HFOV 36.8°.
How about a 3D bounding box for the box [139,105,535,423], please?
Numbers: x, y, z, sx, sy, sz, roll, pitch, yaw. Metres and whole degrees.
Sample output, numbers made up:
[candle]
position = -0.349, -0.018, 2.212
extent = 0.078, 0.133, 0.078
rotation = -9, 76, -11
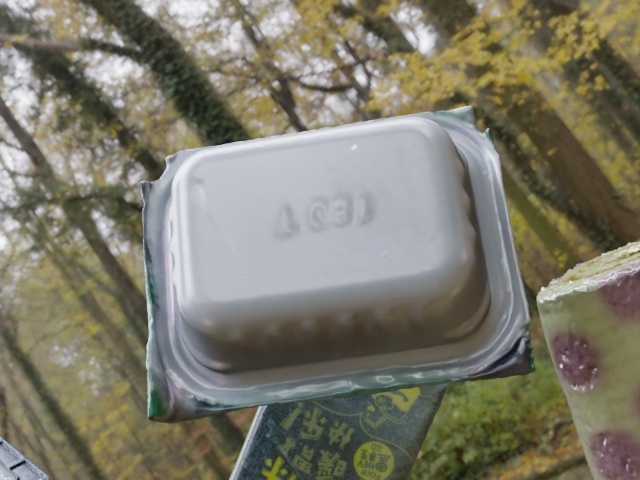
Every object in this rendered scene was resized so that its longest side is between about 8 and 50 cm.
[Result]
[box]
position = 0.000, 0.000, 0.825
extent = 0.337, 0.264, 0.106
rotation = -9, -22, 5

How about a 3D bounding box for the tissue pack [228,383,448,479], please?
[tissue pack]
position = 0.011, 0.235, 1.077
extent = 0.081, 0.185, 0.257
rotation = -10, -57, -82

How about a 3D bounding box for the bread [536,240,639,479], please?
[bread]
position = 0.328, 0.173, 0.899
extent = 0.155, 0.338, 0.187
rotation = -23, -3, 31

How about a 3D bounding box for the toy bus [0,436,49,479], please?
[toy bus]
position = -0.301, 0.187, 0.818
extent = 0.065, 0.166, 0.047
rotation = -23, -44, -52
